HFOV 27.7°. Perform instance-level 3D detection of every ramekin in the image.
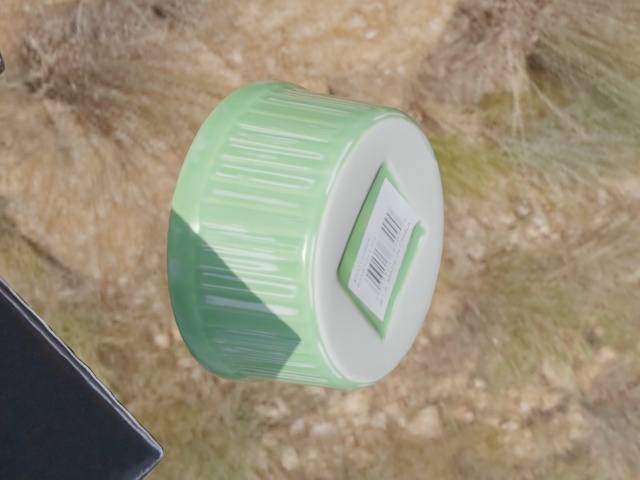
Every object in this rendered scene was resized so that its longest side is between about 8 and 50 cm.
[{"bbox_3d":[0.000,0.000,1.256,0.148,0.303,0.303,9,141,30],"label":"ramekin"}]

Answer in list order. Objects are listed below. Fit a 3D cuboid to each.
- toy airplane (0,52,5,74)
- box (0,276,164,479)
[{"bbox_3d":[-0.450,-0.226,1.162,0.386,0.384,0.272,-36,102,-37],"label":"toy airplane"},{"bbox_3d":[-0.417,0.271,0.813,0.480,0.297,0.472,-39,171,-43],"label":"box"}]
